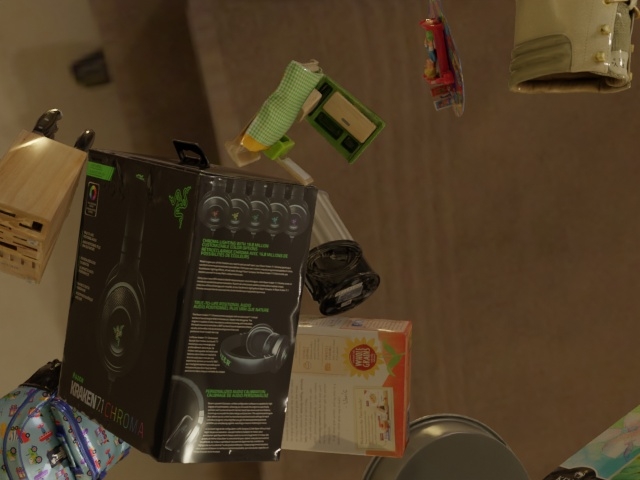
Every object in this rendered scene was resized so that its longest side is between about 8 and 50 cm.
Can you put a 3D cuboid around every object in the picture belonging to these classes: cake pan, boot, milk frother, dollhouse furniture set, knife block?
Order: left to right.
[{"bbox_3d":[-0.341,-0.082,1.642,0.275,0.088,0.242,126,-18,-68],"label":"knife block"},{"bbox_3d":[-0.004,-0.074,0.890,0.058,0.076,0.152,42,14,3],"label":"dollhouse furniture set"},{"bbox_3d":[0.000,0.000,1.603,0.134,0.129,0.143,58,-42,25],"label":"milk frother"},{"bbox_3d":[0.183,0.388,1.862,0.054,0.293,0.293,-7,-86,62],"label":"cake pan"},{"bbox_3d":[0.238,-0.200,1.032,0.077,0.213,0.165,21,66,-51],"label":"boot"}]

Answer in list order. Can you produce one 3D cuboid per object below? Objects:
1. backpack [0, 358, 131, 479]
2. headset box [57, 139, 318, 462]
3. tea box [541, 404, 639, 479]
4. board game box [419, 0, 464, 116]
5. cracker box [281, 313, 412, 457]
[{"bbox_3d":[-0.336,0.249,1.671,0.173,0.117,0.158,-38,120,-49],"label":"backpack"},{"bbox_3d":[-0.134,0.046,1.305,0.246,0.131,0.283,17,-81,56],"label":"headset box"},{"bbox_3d":[0.403,0.364,1.405,0.220,0.323,0.329,6,-56,58],"label":"tea box"},{"bbox_3d":[0.150,-0.243,1.771,0.133,0.033,0.168,84,-9,-66],"label":"board game box"},{"bbox_3d":[-0.008,0.171,1.628,0.067,0.232,0.155,-46,138,-75],"label":"cracker box"}]
